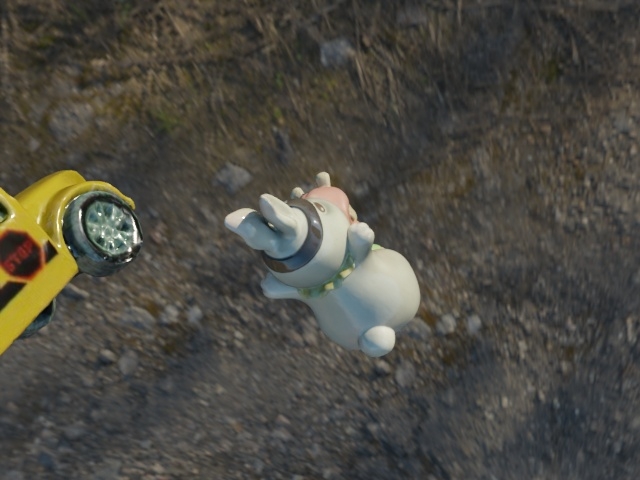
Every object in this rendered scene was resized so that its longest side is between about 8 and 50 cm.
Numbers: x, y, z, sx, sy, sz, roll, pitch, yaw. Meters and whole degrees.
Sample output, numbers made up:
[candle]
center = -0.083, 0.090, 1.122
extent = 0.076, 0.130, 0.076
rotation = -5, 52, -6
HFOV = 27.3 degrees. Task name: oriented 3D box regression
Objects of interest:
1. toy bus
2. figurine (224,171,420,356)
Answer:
[toy bus]
center = -0.229, 0.062, 0.681
extent = 0.121, 0.335, 0.123
rotation = -29, 107, 39
[figurine]
center = -0.007, 0.005, 0.852
extent = 0.081, 0.146, 0.098
rotation = -43, 29, 6
